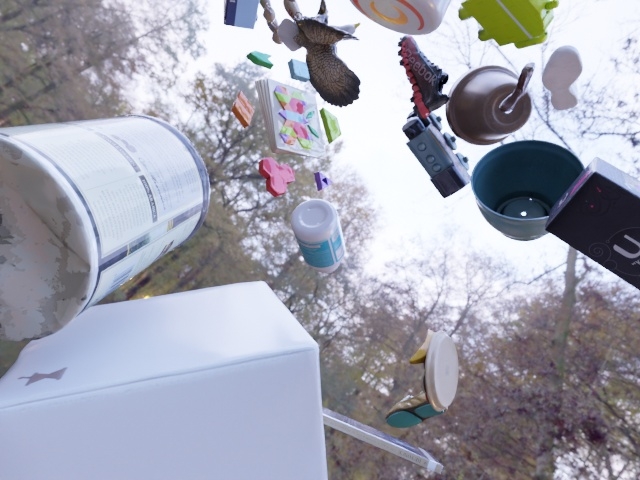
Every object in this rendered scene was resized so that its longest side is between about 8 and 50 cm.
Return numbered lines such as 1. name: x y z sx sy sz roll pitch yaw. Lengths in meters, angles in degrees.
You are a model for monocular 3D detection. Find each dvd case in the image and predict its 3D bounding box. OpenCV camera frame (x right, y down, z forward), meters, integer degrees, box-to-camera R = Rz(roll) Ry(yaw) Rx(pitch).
1. dvd case: 0.096 0.351 0.820 0.221 0.018 0.164 19 -15 10

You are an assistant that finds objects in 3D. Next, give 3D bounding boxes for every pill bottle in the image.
1. pill bottle: 0.000 0.000 1.470 0.146 0.146 0.264 34 -22 29

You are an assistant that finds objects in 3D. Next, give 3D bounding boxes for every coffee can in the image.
1. coffee can: -0.276 -0.039 0.539 0.201 0.201 0.275 50 18 -8

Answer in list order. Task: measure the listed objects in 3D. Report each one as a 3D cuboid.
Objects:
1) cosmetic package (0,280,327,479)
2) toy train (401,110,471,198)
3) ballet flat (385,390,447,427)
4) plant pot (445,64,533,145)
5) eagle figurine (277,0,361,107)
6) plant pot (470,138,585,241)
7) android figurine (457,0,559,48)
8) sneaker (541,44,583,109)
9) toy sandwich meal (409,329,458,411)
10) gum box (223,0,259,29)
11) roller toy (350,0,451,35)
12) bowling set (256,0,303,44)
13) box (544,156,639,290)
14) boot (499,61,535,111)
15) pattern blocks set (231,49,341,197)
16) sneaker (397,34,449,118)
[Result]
1. cosmetic package: -0.184 0.297 0.612 0.329 0.327 0.394 -156 -120 -72
2. toy train: 0.404 -0.304 1.604 0.142 0.190 0.334 -31 -78 33
3. ballet flat: 0.263 0.448 1.239 0.080 0.073 0.232 37 -43 -10
4. plant pot: 0.552 -0.423 1.463 0.263 0.263 0.229 53 12 -15
5. eagle figurine: 0.014 -0.544 1.279 0.226 0.298 0.225 22 -45 -28
6. plant pot: 0.595 -0.119 1.334 0.293 0.293 0.196 31 -19 35
7. android figurine: 0.459 -0.566 1.130 0.248 0.056 0.273 35 -1 -19
8. sneaker: 0.545 -0.386 1.040 0.080 0.094 0.212 -2 -17 27
9. toy sandwich meal: 0.114 0.127 0.460 0.029 0.085 0.086 -4 -51 35
10. gum box: -0.083 -0.369 0.515 0.157 0.041 0.184 130 -40 -64
11. roller toy: 0.152 -0.470 0.807 0.191 0.146 0.209 28 7 28
12. bowling set: -0.146 -0.724 1.518 0.287 0.199 0.154 52 15 -62
13. box: 0.657 -0.031 0.987 0.270 0.143 0.165 36 -53 14
14. boot: 0.535 -0.417 1.246 0.037 0.106 0.114 39 -17 20
15. pattern blocks set: -0.060 -0.258 0.989 0.026 0.285 0.325 -26 -98 45
16. sneaker: 0.335 -0.539 1.473 0.135 0.097 0.276 -18 -93 27
